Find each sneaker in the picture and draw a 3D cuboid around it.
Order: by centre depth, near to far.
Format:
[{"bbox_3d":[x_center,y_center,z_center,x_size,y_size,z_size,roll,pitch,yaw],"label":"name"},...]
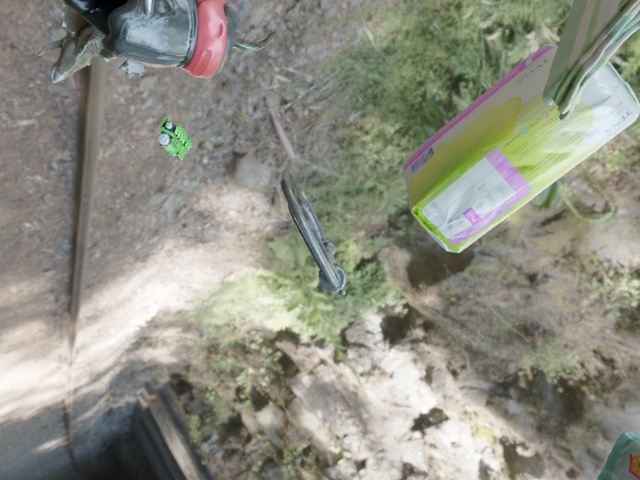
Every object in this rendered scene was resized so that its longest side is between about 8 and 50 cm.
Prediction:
[{"bbox_3d":[-0.182,-0.271,0.524,0.135,0.275,0.098,-15,164,-37],"label":"sneaker"}]

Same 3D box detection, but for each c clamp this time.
[{"bbox_3d":[0.000,0.000,0.499,0.022,0.137,0.160,-24,-174,4],"label":"c clamp"}]

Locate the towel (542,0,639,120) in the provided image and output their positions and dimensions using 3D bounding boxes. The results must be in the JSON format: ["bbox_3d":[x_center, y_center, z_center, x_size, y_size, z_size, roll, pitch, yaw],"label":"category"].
[{"bbox_3d":[0.272,-0.261,0.404,0.325,0.038,0.247,111,4,-68],"label":"towel"}]

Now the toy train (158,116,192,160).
[{"bbox_3d":[-0.128,-0.086,0.503,0.023,0.017,0.083,-62,-177,-3],"label":"toy train"}]

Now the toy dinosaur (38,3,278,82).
[{"bbox_3d":[-0.214,-0.292,0.767,0.314,0.160,0.120,-22,131,-19],"label":"toy dinosaur"}]

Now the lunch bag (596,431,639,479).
[{"bbox_3d":[0.471,0.345,0.660,0.262,0.223,0.160,19,101,-33],"label":"lunch bag"}]

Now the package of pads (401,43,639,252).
[{"bbox_3d":[0.252,-0.135,0.796,0.297,0.101,0.229,-40,-165,19],"label":"package of pads"}]
